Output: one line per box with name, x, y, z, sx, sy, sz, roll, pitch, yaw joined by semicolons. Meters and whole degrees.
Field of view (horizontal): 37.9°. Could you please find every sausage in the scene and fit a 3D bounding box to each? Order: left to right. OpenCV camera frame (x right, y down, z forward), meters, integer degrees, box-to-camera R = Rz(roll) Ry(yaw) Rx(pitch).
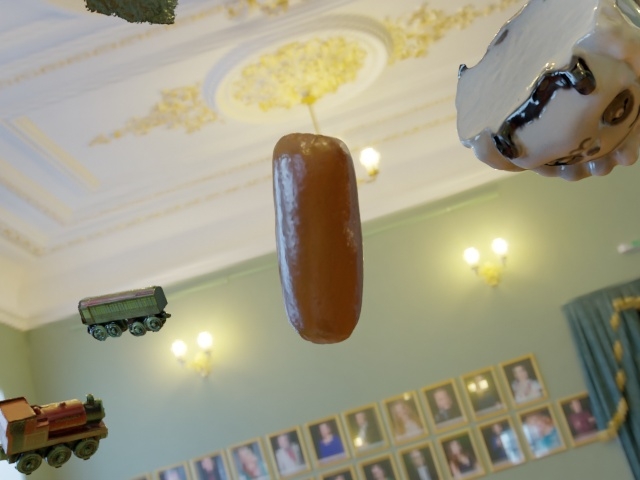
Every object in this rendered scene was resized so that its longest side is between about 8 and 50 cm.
sausage;0.000;0.000;1.005;0.098;0.238;0.098;-3;16;1

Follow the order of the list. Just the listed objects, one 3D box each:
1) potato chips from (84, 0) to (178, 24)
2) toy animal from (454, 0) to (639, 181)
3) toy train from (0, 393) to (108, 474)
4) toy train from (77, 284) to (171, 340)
potato chips;-0.274;-0.388;1.378;0.059;0.228;0.167;-20;-57;26
toy animal;0.253;-0.155;0.929;0.156;0.204;0.208;23;-47;-24
toy train;-0.410;0.288;1.432;0.175;0.074;0.118;-7;-54;-33
toy train;-0.293;0.110;1.401;0.147;0.071;0.038;-10;12;21
